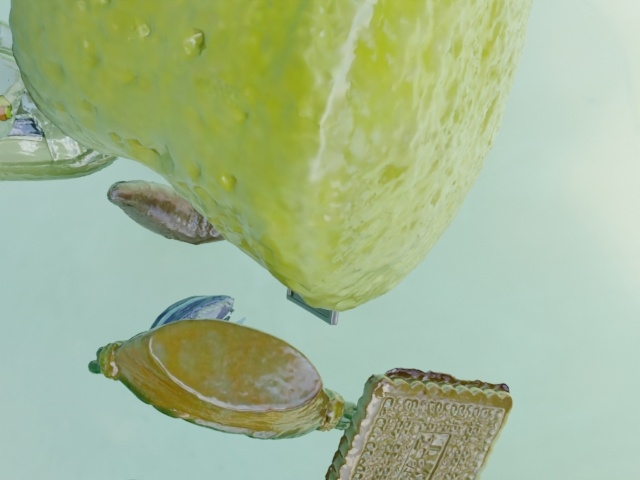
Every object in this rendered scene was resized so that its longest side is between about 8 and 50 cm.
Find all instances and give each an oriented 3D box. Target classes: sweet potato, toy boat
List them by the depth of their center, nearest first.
[{"bbox_3d":[-0.069,0.115,0.832,0.229,0.088,0.089,16,64,-15],"label":"toy boat"},{"bbox_3d":[-0.245,-0.049,1.809,0.310,0.124,0.098,10,61,-30],"label":"sweet potato"},{"bbox_3d":[-0.202,0.188,1.929,0.210,0.292,0.070,-59,140,-31],"label":"toy boat"}]

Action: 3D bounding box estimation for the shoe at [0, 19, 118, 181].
[{"bbox_3d":[-0.274,-0.113,0.902,0.262,0.128,0.140,-8,55,7],"label":"shoe"}]

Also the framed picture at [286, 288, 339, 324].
[{"bbox_3d":[0.000,0.000,2.020,0.016,0.213,0.289,4,99,-27],"label":"framed picture"}]

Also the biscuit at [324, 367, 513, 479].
[{"bbox_3d":[0.080,0.243,1.006,0.172,0.029,0.254,11,109,-28],"label":"biscuit"}]

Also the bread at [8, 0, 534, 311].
[{"bbox_3d":[-0.020,-0.146,0.736,0.308,0.348,0.348,21,77,24],"label":"bread"}]
